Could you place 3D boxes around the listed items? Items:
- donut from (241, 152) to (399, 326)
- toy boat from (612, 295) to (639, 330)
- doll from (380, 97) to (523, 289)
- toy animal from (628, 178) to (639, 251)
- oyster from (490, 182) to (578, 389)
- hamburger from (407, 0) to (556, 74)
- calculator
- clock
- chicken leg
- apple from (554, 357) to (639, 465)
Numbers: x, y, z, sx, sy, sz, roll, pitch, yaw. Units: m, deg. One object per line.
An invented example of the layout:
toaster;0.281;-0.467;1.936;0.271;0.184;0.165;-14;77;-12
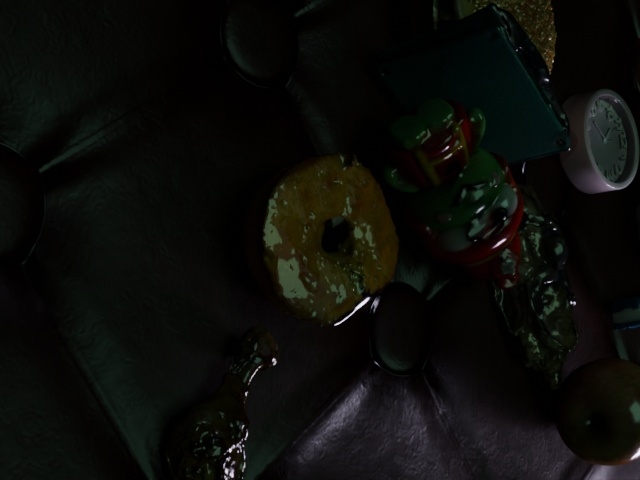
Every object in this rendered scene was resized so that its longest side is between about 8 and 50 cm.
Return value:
donut;0.001;-0.002;1.492;0.253;0.118;0.254;9;77;-46
toy boat;0.686;0.135;2.149;0.299;0.096;0.062;-2;77;-46
doll;0.224;-0.057;1.679;0.182;0.160;0.363;-38;116;-7
toy animal;0.766;-0.055;2.137;0.212;0.266;0.213;2;87;-41
oyster;0.375;0.076;1.861;0.221;0.096;0.361;8;76;-36
hamburger;0.283;-0.367;1.775;0.302;0.170;0.302;8;79;-44
calculator;0.240;-0.226;1.665;0.274;0.248;0.058;49;47;-27
clock;0.539;-0.192;2.069;0.196;0.068;0.197;8;78;-43
chicken leg;-0.120;0.220;1.375;0.252;0.087;0.107;-66;147;-35
apple;0.515;0.301;1.894;0.173;0.188;0.188;-14;94;-49
